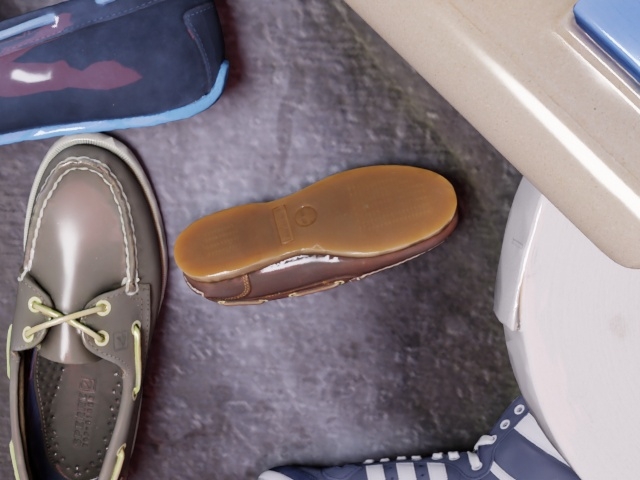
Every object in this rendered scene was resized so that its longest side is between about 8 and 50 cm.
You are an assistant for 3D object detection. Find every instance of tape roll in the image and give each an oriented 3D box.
[{"bbox_3d":[0.315,0.032,0.785,0.391,0.072,0.392,0,98,-3],"label":"tape roll"}]

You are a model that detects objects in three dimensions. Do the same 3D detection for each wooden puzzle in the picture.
[{"bbox_3d":[0.188,-0.206,0.661,0.322,0.080,0.348,46,106,10],"label":"wooden puzzle"}]

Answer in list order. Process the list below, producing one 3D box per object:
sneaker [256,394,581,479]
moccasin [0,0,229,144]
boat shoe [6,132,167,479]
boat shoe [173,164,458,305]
[{"bbox_3d":[0.092,0.189,0.901,0.282,0.153,0.099,11,150,31],"label":"sneaker"},{"bbox_3d":[-0.237,-0.127,0.779,0.341,0.138,0.117,-10,108,-9],"label":"moccasin"},{"bbox_3d":[-0.177,0.074,0.862,0.109,0.091,0.305,6,112,-1],"label":"boat shoe"},{"bbox_3d":[0.000,0.000,0.844,0.206,0.073,0.073,-10,149,10],"label":"boat shoe"}]
